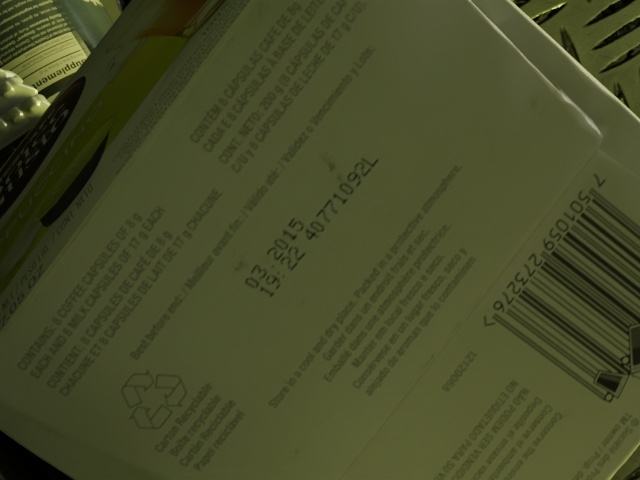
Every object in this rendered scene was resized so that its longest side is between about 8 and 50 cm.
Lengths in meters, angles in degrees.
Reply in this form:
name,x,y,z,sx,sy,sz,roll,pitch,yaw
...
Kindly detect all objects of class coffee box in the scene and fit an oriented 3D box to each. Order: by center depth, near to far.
name,x,y,z,sx,sy,sz,roll,pitch,yaw
coffee box,0.000,0.000,0.872,0.338,0.337,0.334,37,4,-21

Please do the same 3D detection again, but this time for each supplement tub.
name,x,y,z,sx,sy,sz,roll,pitch,yaw
supplement tub,-0.281,-0.161,1.349,0.272,0.191,0.191,57,-5,6

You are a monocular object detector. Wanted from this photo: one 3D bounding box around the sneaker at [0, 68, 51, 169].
name,x,y,z,sx,sy,sz,roll,pitch,yaw
sneaker,-0.265,-0.084,1.077,0.292,0.110,0.118,57,-13,13
